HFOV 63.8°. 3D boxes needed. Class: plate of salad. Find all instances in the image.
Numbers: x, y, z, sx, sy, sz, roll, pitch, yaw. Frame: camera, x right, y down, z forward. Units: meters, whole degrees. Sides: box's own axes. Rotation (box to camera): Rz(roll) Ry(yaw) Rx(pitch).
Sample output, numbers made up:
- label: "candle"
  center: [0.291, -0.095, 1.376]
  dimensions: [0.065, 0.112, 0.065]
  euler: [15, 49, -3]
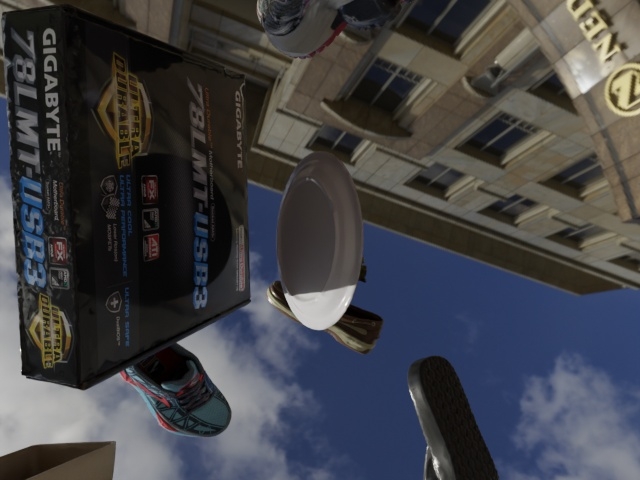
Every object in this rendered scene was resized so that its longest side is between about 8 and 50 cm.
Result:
- label: "plate of salad"
  center: [0.000, 0.000, 0.583]
  dimensions: [0.048, 0.200, 0.200]
  euler: [2, -108, -30]

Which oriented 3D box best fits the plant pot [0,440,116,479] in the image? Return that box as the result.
- label: "plant pot"
  center: [-0.252, 0.241, 0.445]
  dimensions: [0.109, 0.109, 0.096]
  euler: [-11, -97, 20]

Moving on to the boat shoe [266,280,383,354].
- label: "boat shoe"
  center: [0.015, 0.138, 1.090]
  dimensions: [0.257, 0.095, 0.095]
  euler: [27, -72, -4]

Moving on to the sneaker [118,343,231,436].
- label: "sneaker"
  center: [-0.226, 0.227, 0.799]
  dimensions: [0.262, 0.125, 0.104]
  euler: [50, -122, -24]

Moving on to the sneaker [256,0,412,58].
- label: "sneaker"
  center: [-0.001, -0.247, 0.444]
  dimensions: [0.112, 0.299, 0.121]
  euler: [33, -94, -22]

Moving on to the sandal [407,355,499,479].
- label: "sandal"
  center: [0.271, 0.464, 1.050]
  dimensions: [0.167, 0.107, 0.446]
  euler: [5, -117, -40]

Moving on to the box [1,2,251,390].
- label: "box"
  center: [-0.166, -0.045, 0.527]
  dimensions: [0.073, 0.293, 0.296]
  euler: [3, -82, 20]
